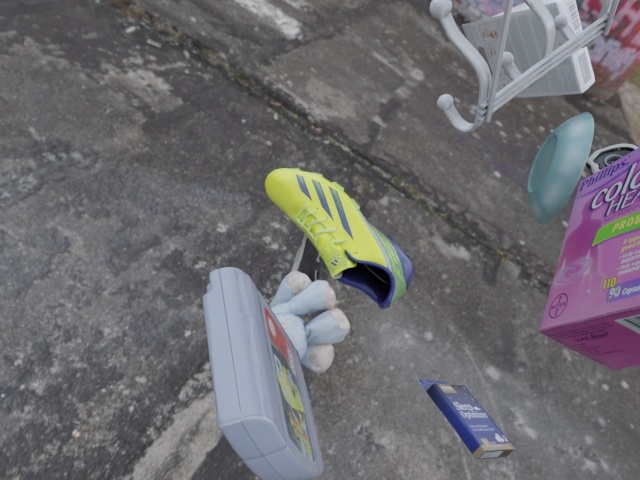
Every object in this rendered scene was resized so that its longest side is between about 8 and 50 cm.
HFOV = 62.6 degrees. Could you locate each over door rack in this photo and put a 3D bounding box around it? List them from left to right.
[{"bbox_3d":[0.227,-0.282,0.494,0.240,0.324,0.108,-37,68,-19],"label":"over door rack"}]

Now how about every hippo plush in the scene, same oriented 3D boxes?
[{"bbox_3d":[-0.100,0.183,1.210,0.294,0.234,0.237,8,-3,24],"label":"hippo plush"}]

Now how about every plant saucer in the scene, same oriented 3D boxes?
[{"bbox_3d":[0.386,-0.124,0.879,0.038,0.194,0.195,19,33,4],"label":"plant saucer"}]

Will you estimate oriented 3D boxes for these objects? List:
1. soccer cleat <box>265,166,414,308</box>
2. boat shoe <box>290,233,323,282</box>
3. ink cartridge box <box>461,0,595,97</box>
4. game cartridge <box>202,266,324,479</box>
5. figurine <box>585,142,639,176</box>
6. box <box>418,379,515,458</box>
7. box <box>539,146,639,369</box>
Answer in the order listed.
[{"bbox_3d":[0.023,-0.007,0.831,0.289,0.093,0.121,38,51,-2],"label":"soccer cleat"},{"bbox_3d":[0.000,0.000,1.395,0.096,0.335,0.112,18,40,-4],"label":"boat shoe"},{"bbox_3d":[0.407,-0.374,1.040,0.225,0.056,0.181,21,-34,58],"label":"ink cartridge box"},{"bbox_3d":[-0.058,0.182,0.625,0.060,0.294,0.196,-14,57,4],"label":"game cartridge"},{"bbox_3d":[0.541,-0.023,0.913,0.209,0.092,0.214,56,25,-44],"label":"figurine"},{"bbox_3d":[0.338,0.404,1.234,0.136,0.036,0.225,17,24,-41],"label":"box"},{"bbox_3d":[0.396,0.010,0.615,0.117,0.213,0.242,28,69,-4],"label":"box"}]
